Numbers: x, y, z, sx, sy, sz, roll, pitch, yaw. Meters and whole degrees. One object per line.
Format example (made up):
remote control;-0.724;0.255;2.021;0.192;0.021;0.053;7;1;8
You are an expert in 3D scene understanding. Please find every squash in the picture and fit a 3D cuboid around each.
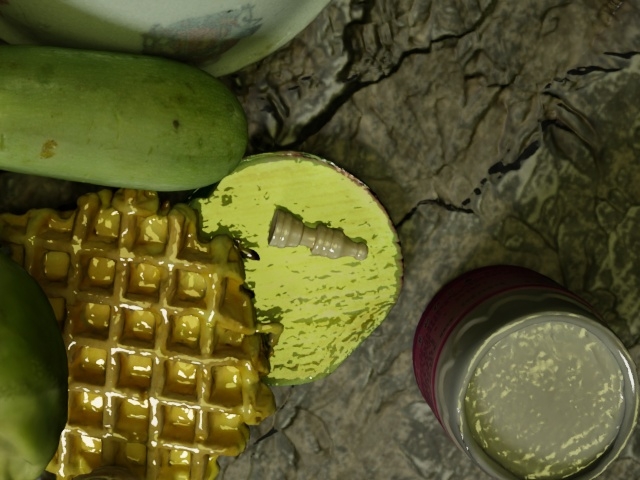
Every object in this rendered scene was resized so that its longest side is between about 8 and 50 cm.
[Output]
squash;-0.228;-0.109;1.264;0.370;0.118;0.118;5;100;-30

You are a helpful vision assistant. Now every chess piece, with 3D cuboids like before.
chess piece;0.000;0.000;1.395;0.092;0.035;0.035;16;98;-11

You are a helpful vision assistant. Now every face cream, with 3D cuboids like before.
face cream;0.183;0.122;1.383;0.175;0.195;0.175;-1;99;-6

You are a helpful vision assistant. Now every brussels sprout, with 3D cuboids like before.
brussels sprout;-0.341;0.126;1.244;0.242;0.273;0.317;15;114;33

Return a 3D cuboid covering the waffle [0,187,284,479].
waffle;-0.181;0.103;1.392;0.329;0.062;0.329;1;104;4

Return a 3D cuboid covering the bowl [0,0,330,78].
bowl;-0.152;-0.335;1.273;0.434;0.196;0.435;-1;100;-5

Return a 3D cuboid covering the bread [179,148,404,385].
bread;-0.037;0.026;1.428;0.228;0.033;0.228;-1;98;-6

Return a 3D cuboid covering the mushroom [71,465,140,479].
mushroom;-0.151;0.318;1.411;0.096;0.099;0.278;-23;118;19
